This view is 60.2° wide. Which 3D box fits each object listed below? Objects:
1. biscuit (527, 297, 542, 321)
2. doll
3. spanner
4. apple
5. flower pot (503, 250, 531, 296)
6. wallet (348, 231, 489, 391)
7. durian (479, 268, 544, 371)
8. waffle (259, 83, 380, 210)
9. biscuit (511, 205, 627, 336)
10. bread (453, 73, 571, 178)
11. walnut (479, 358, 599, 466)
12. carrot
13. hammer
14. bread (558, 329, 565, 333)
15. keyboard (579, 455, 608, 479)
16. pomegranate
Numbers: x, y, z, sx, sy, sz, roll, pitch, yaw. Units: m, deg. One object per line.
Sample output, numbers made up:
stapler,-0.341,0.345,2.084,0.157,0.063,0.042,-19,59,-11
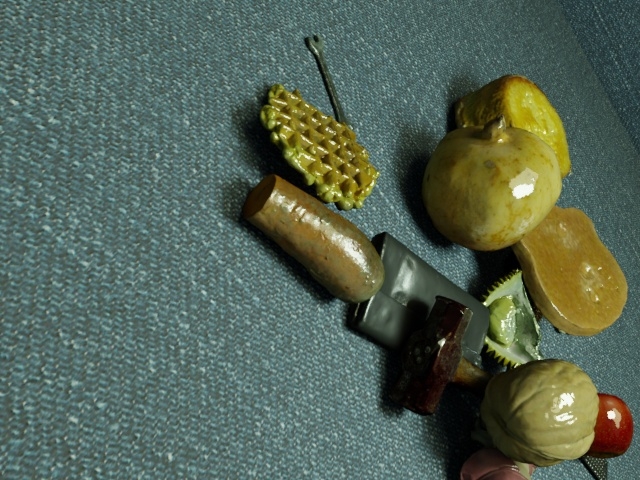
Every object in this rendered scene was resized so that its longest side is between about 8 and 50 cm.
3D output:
biscuit,0.682,0.144,1.731,0.131,0.025,0.231,56,45,-13
doll,0.405,0.521,1.236,0.196,0.152,0.256,31,31,6
spanner,0.023,-0.359,1.279,0.054,0.015,0.254,-18,88,-48
apple,0.786,0.518,1.561,0.181,0.181,0.168,30,55,-33
flower pot,0.637,0.076,1.606,0.235,0.148,0.235,13,61,-25
wallet,0.239,0.170,1.250,0.406,0.062,0.228,33,62,-31
durian,0.495,0.239,1.411,0.172,0.167,0.306,18,57,-42
waffle,0.004,-0.193,1.127,0.301,0.058,0.281,40,32,-18
biscuit,0.669,0.076,1.492,0.385,0.062,0.364,-11,70,-36
bread,0.566,-0.311,1.652,0.398,0.215,0.397,18,59,-34
walnut,0.465,0.356,1.163,0.261,0.225,0.224,-6,79,-39
carrot,0.000,0.000,1.045,0.302,0.139,0.138,41,51,-27
hammer,0.338,0.303,1.228,0.409,0.095,0.242,32,81,-34
bread,0.806,0.215,1.800,0.251,0.039,0.181,19,67,-46
keyboard,0.795,0.624,1.670,0.309,0.018,0.101,49,47,-20
pomegranate,0.409,-0.151,1.359,0.343,0.343,0.342,17,64,-39
